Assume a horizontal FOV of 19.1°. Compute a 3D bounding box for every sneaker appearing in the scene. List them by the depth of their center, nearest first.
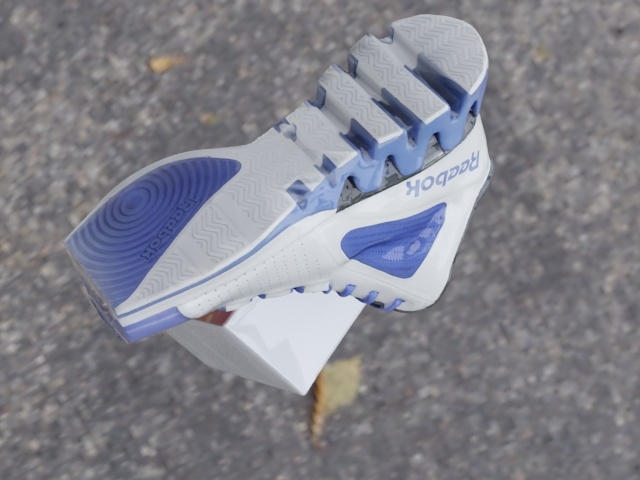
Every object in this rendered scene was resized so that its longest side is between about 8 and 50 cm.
[{"bbox_3d":[0.001,-0.001,1.312,0.315,0.127,0.182,-31,134,-6],"label":"sneaker"}]

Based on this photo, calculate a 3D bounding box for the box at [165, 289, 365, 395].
[{"bbox_3d":[-0.046,0.032,1.474,0.091,0.170,0.130,42,74,-25],"label":"box"}]
